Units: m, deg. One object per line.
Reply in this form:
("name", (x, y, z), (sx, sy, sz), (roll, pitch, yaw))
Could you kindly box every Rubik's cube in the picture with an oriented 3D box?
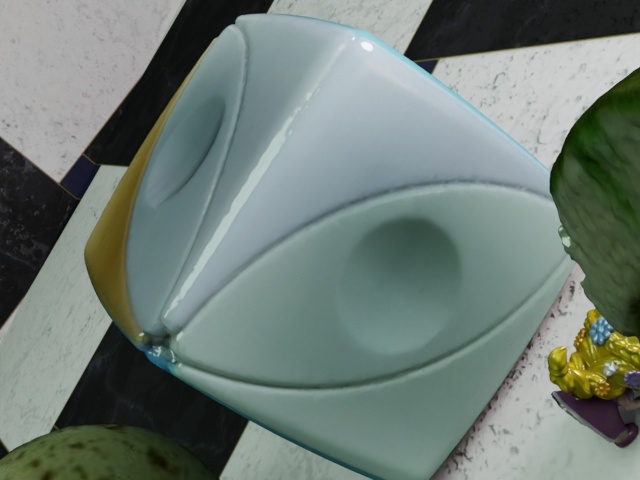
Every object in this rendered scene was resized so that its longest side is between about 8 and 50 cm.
("Rubik's cube", (0.000, 0.000, 0.980), (0.347, 0.352, 0.352), (-57, 25, -1))

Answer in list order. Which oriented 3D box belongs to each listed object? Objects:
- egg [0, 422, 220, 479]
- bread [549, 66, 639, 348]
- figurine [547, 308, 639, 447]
("egg", (-0.241, 0.398, 0.964), (0.345, 0.345, 0.427), (-23, 46, 47))
("bread", (0.272, 0.049, 0.467), (0.129, 0.366, 0.382), (-36, 40, -11))
("figurine", (0.245, 0.076, 0.763), (0.156, 0.115, 0.095), (-51, 38, 8))
